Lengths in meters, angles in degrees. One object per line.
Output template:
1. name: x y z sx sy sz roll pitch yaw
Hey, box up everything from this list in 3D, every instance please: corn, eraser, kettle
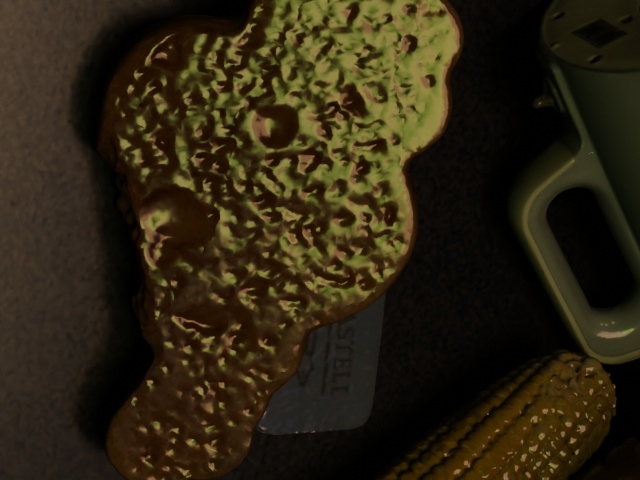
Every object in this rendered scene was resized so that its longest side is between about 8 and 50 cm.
1. corn: 0.057 0.179 0.916 0.320 0.097 0.097 -37 118 -19
2. eraser: 0.000 0.000 0.867 0.082 0.036 0.225 0 103 -29
3. kettle: 0.222 -0.040 0.936 0.210 0.160 0.243 -25 121 -2

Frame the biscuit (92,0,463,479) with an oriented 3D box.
1. biscuit: -0.039 -0.012 0.804 0.183 0.047 0.320 13 101 -4

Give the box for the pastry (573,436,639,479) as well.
1. pastry: 0.232 0.241 0.975 0.315 0.184 0.284 -36 130 -28
